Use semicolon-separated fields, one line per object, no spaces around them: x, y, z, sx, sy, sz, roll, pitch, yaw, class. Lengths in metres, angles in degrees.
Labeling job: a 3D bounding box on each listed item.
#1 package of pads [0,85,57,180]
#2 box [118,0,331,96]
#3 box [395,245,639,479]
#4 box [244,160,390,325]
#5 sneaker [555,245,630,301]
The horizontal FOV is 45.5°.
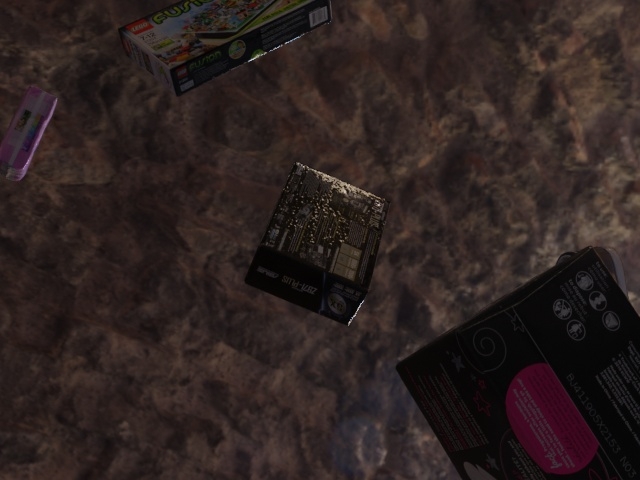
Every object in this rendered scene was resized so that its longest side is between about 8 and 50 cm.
-0.282;-0.101;0.727;0.032;0.050;0.083;25;-110;-23;package of pads
-0.103;-0.237;0.838;0.207;0.114;0.036;-33;-39;-23;box
0.208;0.160;0.642;0.163;0.142;0.247;-27;-100;-25;box
0.000;0.000;1.004;0.180;0.147;0.077;-73;7;-46;box
0.545;0.147;1.502;0.153;0.099;0.282;1;-110;-34;sneaker
